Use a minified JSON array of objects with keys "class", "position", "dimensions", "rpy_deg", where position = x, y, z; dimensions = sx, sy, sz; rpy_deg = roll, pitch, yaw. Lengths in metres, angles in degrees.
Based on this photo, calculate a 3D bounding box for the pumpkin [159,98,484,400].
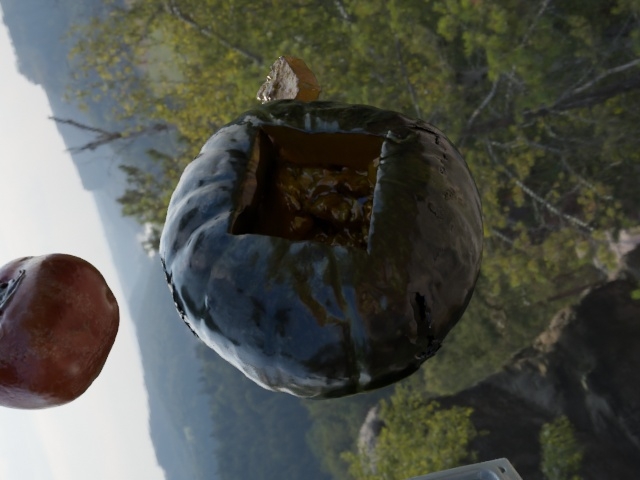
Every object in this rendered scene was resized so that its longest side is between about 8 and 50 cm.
[{"class":"pumpkin","position":[0.000,0.000,0.730],"dimensions":[0.192,0.321,0.320],"rpy_deg":[76,170,-56]}]

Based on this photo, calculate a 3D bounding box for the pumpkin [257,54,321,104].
[{"class":"pumpkin","position":[-0.036,-0.184,0.950],"dimensions":[0.074,0.054,0.083],"rpy_deg":[-52,43,26]}]

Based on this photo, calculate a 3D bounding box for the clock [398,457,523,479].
[{"class":"clock","position":[0.164,0.376,0.944],"dimensions":[0.231,0.262,0.116],"rpy_deg":[-115,19,-61]}]

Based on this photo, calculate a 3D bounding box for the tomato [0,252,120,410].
[{"class":"tomato","position":[-0.395,0.133,1.055],"dimensions":[0.188,0.232,0.232],"rpy_deg":[51,-179,-35]}]
